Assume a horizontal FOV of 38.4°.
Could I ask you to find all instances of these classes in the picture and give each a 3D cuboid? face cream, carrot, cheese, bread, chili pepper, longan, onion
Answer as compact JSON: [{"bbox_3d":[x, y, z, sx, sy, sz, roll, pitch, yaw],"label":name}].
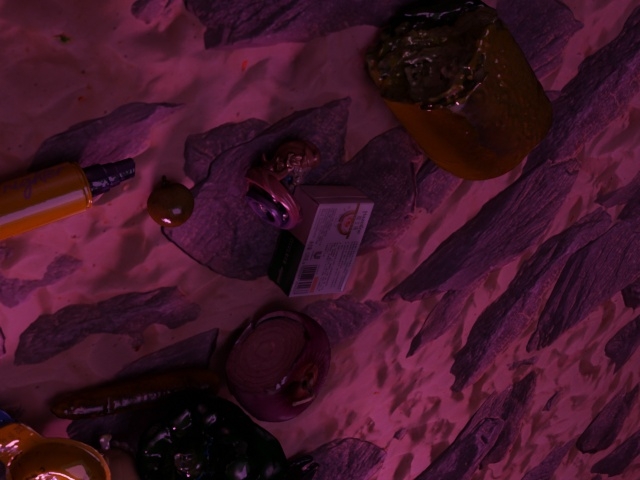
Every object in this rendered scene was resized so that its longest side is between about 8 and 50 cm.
[{"bbox_3d":[-0.389,-0.062,1.299,0.273,0.078,0.078,-22,132,-26],"label":"face cream"},{"bbox_3d":[-0.324,0.272,1.621,0.314,0.066,0.066,-5,123,-34],"label":"carrot"},{"bbox_3d":[-0.459,0.369,1.513,0.177,0.069,0.270,-37,117,17],"label":"cheese"},{"bbox_3d":[0.268,-0.257,1.629,0.251,0.208,0.376,-45,142,3],"label":"bread"},{"bbox_3d":[-0.181,0.407,1.653,0.233,0.248,0.257,-40,157,5],"label":"chili pepper"},{"bbox_3d":[-0.237,-0.062,1.444,0.075,0.075,0.083,-19,89,-30],"label":"longan"},{"bbox_3d":[-0.071,0.242,1.731,0.200,0.201,0.207,41,49,-48],"label":"onion"}]

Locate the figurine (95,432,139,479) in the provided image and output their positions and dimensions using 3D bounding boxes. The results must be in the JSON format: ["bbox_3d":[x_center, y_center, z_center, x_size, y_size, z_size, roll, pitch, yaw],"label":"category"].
[{"bbox_3d":[-0.403,0.534,1.681,0.275,0.226,0.394,0,117,-7],"label":"figurine"}]

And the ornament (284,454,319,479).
[{"bbox_3d":[-0.079,0.611,2.058,0.202,0.080,0.236,-28,135,-21],"label":"ornament"}]

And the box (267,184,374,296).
[{"bbox_3d":[0.000,0.000,1.674,0.135,0.081,0.199,-2,122,-40],"label":"box"}]

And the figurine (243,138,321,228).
[{"bbox_3d":[-0.067,-0.105,1.531,0.114,0.126,0.157,18,81,-5],"label":"figurine"}]
